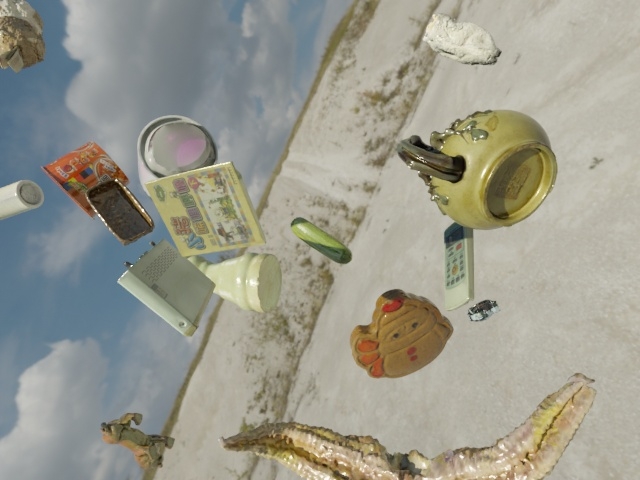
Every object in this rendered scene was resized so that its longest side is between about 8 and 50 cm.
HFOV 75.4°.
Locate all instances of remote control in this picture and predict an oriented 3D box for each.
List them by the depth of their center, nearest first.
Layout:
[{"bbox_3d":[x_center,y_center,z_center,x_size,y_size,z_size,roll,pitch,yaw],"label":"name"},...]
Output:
[{"bbox_3d":[0.413,0.069,1.246,0.123,0.038,0.285,125,159,-61],"label":"remote control"}]

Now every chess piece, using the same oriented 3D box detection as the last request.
[{"bbox_3d":[-0.392,0.147,1.619,0.234,0.443,0.233,4,-90,-73],"label":"chess piece"}]

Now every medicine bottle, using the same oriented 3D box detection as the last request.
[{"bbox_3d":[-0.671,-0.064,0.836,0.059,0.231,0.059,-13,-90,-75],"label":"medicine bottle"}]

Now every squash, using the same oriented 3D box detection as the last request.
[{"bbox_3d":[0.000,0.000,1.316,0.069,0.239,0.069,-50,-18,-22],"label":"squash"}]

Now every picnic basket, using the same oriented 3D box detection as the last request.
[{"bbox_3d":[-0.550,-0.076,1.143,0.110,0.193,0.055,-36,-8,-29],"label":"picnic basket"}]

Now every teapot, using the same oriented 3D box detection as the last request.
[{"bbox_3d":[0.222,-0.114,0.614,0.182,0.270,0.173,-124,44,-55],"label":"teapot"}]

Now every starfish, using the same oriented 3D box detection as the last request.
[{"bbox_3d":[0.071,0.307,0.443,0.132,0.398,0.383,72,-148,-42],"label":"starfish"}]

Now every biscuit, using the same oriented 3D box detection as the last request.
[{"bbox_3d":[0.273,0.322,1.401,0.381,0.359,0.074,65,175,-36],"label":"biscuit"}]

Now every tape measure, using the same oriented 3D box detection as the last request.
[{"bbox_3d":[0.520,0.223,1.325,0.091,0.054,0.094,-26,-8,-18],"label":"tape measure"}]

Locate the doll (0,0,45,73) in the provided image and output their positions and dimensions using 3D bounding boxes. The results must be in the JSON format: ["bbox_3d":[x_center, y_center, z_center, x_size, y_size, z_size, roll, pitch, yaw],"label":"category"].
[{"bbox_3d":[-0.721,-0.479,0.993,0.105,0.221,0.115,-1,-31,-42],"label":"doll"}]

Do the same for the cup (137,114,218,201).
[{"bbox_3d":[-0.529,-0.261,1.510,0.371,0.253,0.253,-31,32,62],"label":"cup"}]

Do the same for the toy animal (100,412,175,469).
[{"bbox_3d":[-0.591,0.636,1.306,0.158,0.312,0.097,-27,30,21],"label":"toy animal"}]

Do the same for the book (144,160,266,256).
[{"bbox_3d":[-0.214,-0.052,0.779,0.013,0.193,0.167,-65,-39,-58],"label":"book"}]

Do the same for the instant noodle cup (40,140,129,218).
[{"bbox_3d":[-0.849,-0.230,1.527,0.192,0.250,0.250,-45,-14,-19],"label":"instant noodle cup"}]

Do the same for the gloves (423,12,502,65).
[{"bbox_3d":[0.284,-0.393,0.829,0.114,0.153,0.070,-73,4,-65],"label":"gloves"}]

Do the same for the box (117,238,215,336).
[{"bbox_3d":[-0.347,0.098,0.968,0.045,0.211,0.270,-44,15,6],"label":"box"}]
